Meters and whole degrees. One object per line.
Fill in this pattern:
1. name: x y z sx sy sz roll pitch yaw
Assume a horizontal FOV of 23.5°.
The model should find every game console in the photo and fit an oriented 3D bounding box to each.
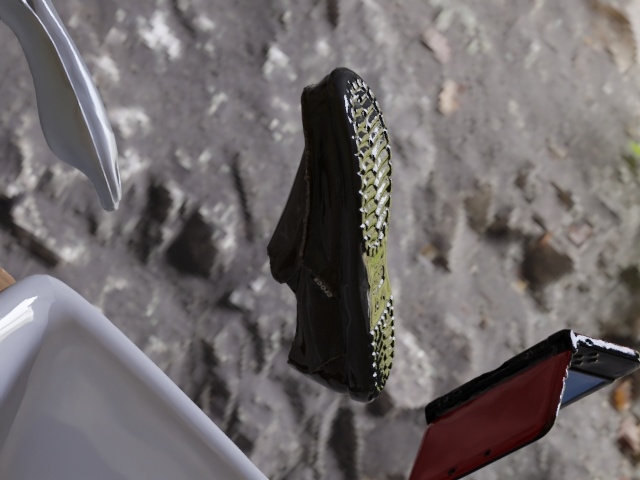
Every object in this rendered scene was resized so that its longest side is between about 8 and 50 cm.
1. game console: 0.141 0.129 1.066 0.124 0.144 0.085 17 53 -37

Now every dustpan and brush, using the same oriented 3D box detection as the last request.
1. dustpan and brush: -0.114 -0.104 0.483 0.147 0.060 0.211 -102 179 -76

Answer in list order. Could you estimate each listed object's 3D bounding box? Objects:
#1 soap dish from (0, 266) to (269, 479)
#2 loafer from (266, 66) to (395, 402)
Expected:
1. soap dish: -0.111 0.162 0.472 0.229 0.118 0.291 45 35 -2
2. loafer: 0.000 0.000 0.970 0.078 0.220 0.080 3 19 17
